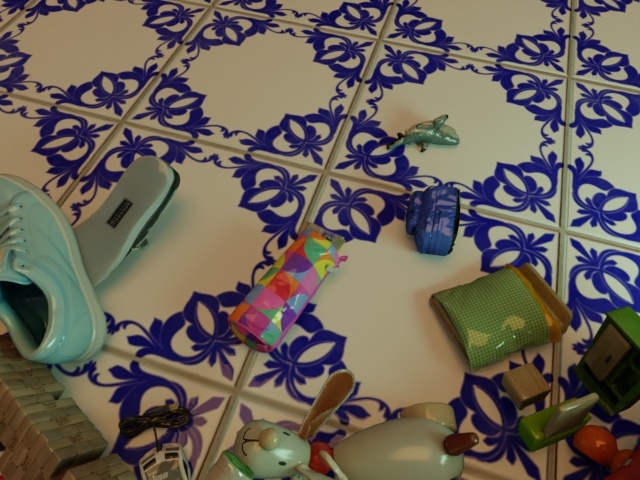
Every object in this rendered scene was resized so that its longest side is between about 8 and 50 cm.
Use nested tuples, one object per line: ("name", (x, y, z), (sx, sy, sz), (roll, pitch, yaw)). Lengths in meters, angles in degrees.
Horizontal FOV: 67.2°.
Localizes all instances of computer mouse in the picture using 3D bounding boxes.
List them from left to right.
("computer mouse", (-0.230, 0.339, 0.705), (0.106, 0.042, 0.193), (-14, 52, -15))

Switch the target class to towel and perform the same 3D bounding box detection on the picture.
("towel", (0.000, 0.000, 0.947), (0.083, 0.009, 0.060), (27, 60, 16))

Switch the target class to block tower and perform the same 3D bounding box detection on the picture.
("block tower", (-0.418, 0.267, 0.700), (0.335, 0.091, 0.097), (36, 94, 21))

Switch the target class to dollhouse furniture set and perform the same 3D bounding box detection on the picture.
("dollhouse furniture set", (0.330, 0.131, 0.751), (0.197, 0.151, 0.301), (-16, 47, -11))

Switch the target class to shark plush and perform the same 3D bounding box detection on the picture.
("shark plush", (0.230, -0.230, 1.078), (0.161, 0.073, 0.067), (-14, 88, -15))

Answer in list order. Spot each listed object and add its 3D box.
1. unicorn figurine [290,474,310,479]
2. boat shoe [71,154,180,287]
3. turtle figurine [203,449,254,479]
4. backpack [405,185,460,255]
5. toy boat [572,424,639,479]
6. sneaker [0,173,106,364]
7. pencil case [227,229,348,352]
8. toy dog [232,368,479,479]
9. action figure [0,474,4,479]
("unicorn figurine", (0.004, 0.384, 0.673), (0.162, 0.060, 0.111), (18, 48, -6))
("boat shoe", (-0.378, -0.022, 0.900), (0.113, 0.105, 0.306), (33, 86, 7))
("turtle figurine", (-0.146, 0.397, 0.544), (0.266, 0.275, 0.198), (-45, 30, -15))
("backpack", (0.214, -0.031, 0.922), (0.101, 0.098, 0.120), (3, 69, 12))
("toy boat", (0.434, 0.323, 0.684), (0.231, 0.151, 0.151), (-33, 33, -21))
("sneaker", (-0.479, 0.032, 0.774), (0.135, 0.150, 0.366), (-36, 80, 1))
("pencil case", (-0.056, 0.084, 0.841), (0.104, 0.104, 0.236), (31, 63, 18))
("toy dog", (0.070, 0.281, 0.633), (0.333, 0.161, 0.220), (-8, 55, -26))
("action figure", (-0.593, 0.336, 0.683), (0.280, 0.139, 0.091), (24, 54, -12))
